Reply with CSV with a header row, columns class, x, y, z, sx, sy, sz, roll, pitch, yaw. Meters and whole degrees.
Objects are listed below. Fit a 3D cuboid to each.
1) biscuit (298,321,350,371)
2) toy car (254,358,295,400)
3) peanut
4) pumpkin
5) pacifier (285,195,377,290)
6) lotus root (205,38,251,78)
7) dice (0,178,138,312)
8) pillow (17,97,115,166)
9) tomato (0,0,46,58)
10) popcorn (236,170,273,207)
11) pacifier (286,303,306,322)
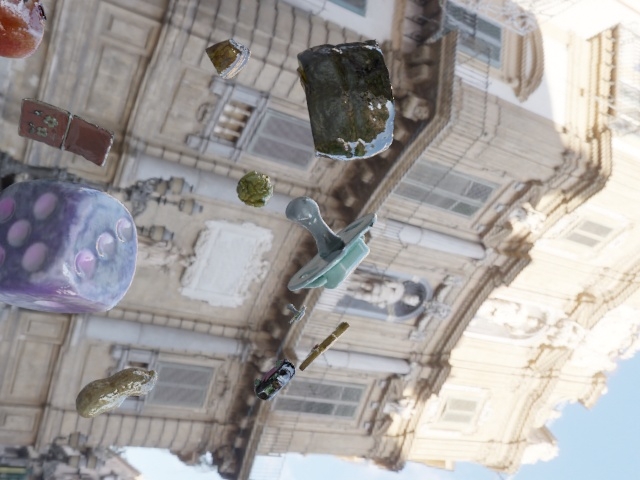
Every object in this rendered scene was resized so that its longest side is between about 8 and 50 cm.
class,x,y,z,sx,sy,sz,roll,pitch,yaw
biscuit,0.004,0.332,1.815,0.035,0.240,0.158,44,-58,11
toy car,-0.132,0.416,1.733,0.142,0.069,0.055,-43,-151,-8
peanut,-0.564,0.414,1.619,0.085,0.227,0.104,45,-34,40
pumpkin,0.069,-0.361,1.531,0.256,0.225,0.304,-125,-159,-83
pacifier,-0.003,-0.007,1.671,0.343,0.269,0.288,-42,-173,-37
lotus root,-0.324,-0.640,2.067,0.135,0.159,0.096,-34,-128,23
dice,-0.622,0.022,1.400,0.269,0.270,0.272,-3,-108,18
pillow,-0.652,-0.278,1.498,0.043,0.232,0.126,-82,-161,-44
tomato,-0.867,-0.597,1.479,0.309,0.309,0.170,-50,177,42
popcorn,-0.200,-0.157,1.809,0.120,0.116,0.106,-22,-155,52
pacifier,-0.083,0.231,1.920,0.068,0.064,0.083,-52,177,37
